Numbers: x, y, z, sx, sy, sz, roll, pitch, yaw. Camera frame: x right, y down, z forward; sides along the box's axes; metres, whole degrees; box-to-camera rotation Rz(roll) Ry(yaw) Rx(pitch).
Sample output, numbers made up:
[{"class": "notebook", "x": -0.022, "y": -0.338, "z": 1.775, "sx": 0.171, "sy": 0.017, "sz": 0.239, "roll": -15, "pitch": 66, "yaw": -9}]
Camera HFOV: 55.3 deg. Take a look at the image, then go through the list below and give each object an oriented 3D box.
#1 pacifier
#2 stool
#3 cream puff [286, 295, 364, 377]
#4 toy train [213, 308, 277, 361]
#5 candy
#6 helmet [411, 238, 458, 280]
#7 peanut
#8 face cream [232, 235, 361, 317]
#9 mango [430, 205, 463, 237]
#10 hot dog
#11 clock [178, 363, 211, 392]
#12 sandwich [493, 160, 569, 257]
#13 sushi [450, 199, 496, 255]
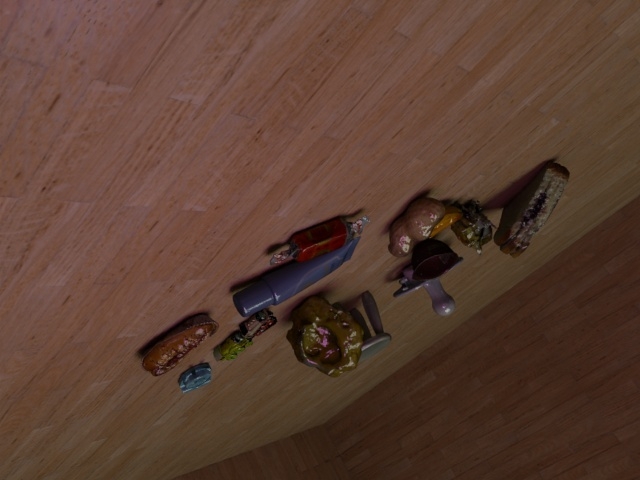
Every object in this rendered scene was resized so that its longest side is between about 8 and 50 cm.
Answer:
[{"class": "pacifier", "x": 0.409, "y": 0.173, "z": 2.231, "sx": 0.287, "sy": 0.226, "sz": 0.238, "roll": -27, "pitch": 176, "yaw": -7}, {"class": "stool", "x": 0.133, "y": 0.326, "z": 2.238, "sx": 0.195, "sy": 0.199, "sz": 0.195, "roll": -16, "pitch": 152, "yaw": -28}, {"class": "cream puff", "x": 0.006, "y": 0.322, "z": 1.974, "sx": 0.185, "sy": 0.282, "sz": 0.282, "roll": -33, "pitch": 167, "yaw": -48}, {"class": "toy train", "x": -0.235, "y": 0.296, "z": 1.905, "sx": 0.249, "sy": 0.053, "sz": 0.085, "roll": -43, "pitch": 149, "yaw": 27}, {"class": "candy", "x": 0.000, "y": -0.001, "z": 1.563, "sx": 0.292, "sy": 0.059, "sz": 0.086, "roll": -22, "pitch": 153, "yaw": -22}, {"class": "helmet", "x": 0.365, "y": 0.057, "z": 2.073, "sx": 0.175, "sy": 0.106, "sz": 0.155, "roll": -22, "pitch": 147, "yaw": -12}, {"class": "peanut", "x": 0.266, "y": -0.038, "z": 1.758, "sx": 0.085, "sy": 0.104, "sz": 0.228, "roll": -16, "pitch": 157, "yaw": -48}, {"class": "face cream", "x": -0.057, "y": 0.097, "z": 1.674, "sx": 0.385, "sy": 0.086, "sz": 0.136, "roll": -26, "pitch": 158, "yaw": -24}, {"class": "mango", "x": 0.350, "y": -0.063, "z": 1.847, "sx": 0.187, "sy": 0.066, "sz": 0.101, "roll": -17, "pitch": 144, "yaw": -15}, {"class": "hot dog", "x": -0.388, "y": 0.285, "z": 1.670, "sx": 0.252, "sy": 0.069, "sz": 0.131, "roll": -37, "pitch": 156, "yaw": 13}, {"class": "clock", "x": -0.408, "y": 0.447, "z": 2.017, "sx": 0.108, "sy": 0.045, "sz": 0.147, "roll": -19, "pitch": 155, "yaw": -28}, {"class": "sandwich", "x": 0.704, "y": -0.097, "z": 2.044, "sx": 0.288, "sy": 0.099, "sz": 0.254, "roll": -56, "pitch": 180, "yaw": 44}, {"class": "sushi", "x": 0.506, "y": -0.043, "z": 2.007, "sx": 0.131, "sy": 0.139, "sz": 0.291, "roll": -43, "pitch": 154, "yaw": 9}]
